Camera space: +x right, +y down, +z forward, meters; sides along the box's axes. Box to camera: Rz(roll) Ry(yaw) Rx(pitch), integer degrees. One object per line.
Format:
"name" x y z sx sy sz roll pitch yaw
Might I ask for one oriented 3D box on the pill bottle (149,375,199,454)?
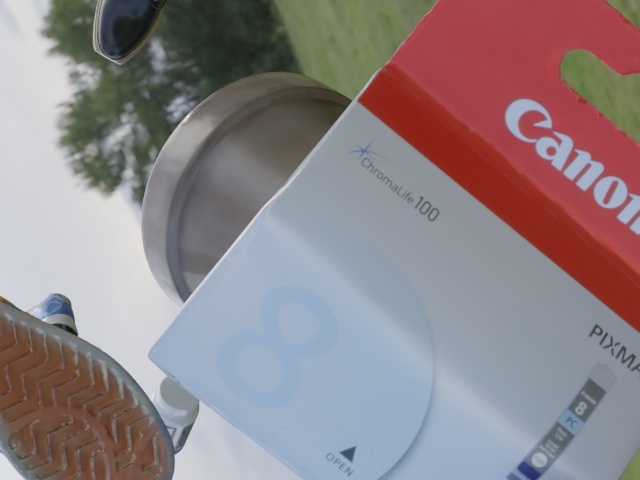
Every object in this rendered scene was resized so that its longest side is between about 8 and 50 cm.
"pill bottle" -0.229 0.266 1.872 0.078 0.078 0.137 68 149 33

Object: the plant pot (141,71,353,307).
"plant pot" 0.000 0.000 1.389 0.280 0.323 0.323 34 154 49

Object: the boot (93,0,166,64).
"boot" -0.193 -0.297 1.377 0.077 0.198 0.137 25 178 -17

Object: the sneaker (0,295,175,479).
"sneaker" -0.239 0.092 0.905 0.302 0.108 0.121 40 169 -17

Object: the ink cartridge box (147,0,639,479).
"ink cartridge box" 0.116 0.030 0.843 0.308 0.385 0.091 39 -162 -3

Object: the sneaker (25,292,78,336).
"sneaker" -0.353 0.140 1.414 0.080 0.211 0.081 41 -155 -34
